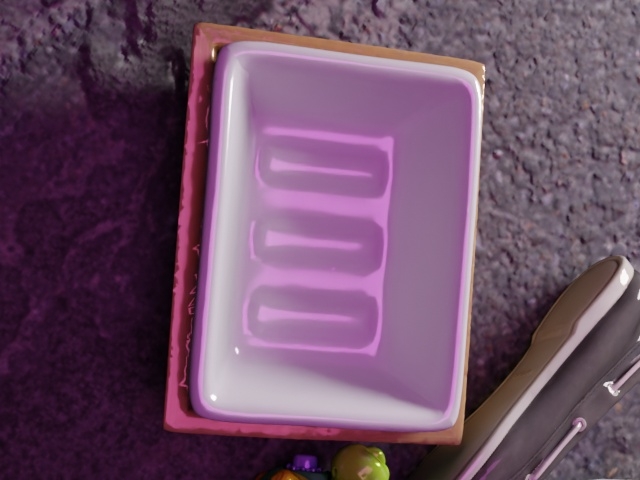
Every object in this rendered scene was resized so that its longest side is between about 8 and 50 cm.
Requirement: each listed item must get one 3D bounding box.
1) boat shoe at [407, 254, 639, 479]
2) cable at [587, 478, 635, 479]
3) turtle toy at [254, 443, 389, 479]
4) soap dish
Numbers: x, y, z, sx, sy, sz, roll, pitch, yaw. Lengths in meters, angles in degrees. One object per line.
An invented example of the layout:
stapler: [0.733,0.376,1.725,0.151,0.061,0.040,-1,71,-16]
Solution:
boat shoe: [0.166,0.156,1.155,0.095,0.112,0.335,45,73,-7]
cable: [0.239,0.317,1.186,0.257,0.089,0.257,-20,94,-18]
turtle toy: [-0.003,0.195,1.106,0.095,0.130,0.066,45,36,-16]
soap dish: [0.000,0.000,1.102,0.229,0.118,0.291,5,86,-18]
